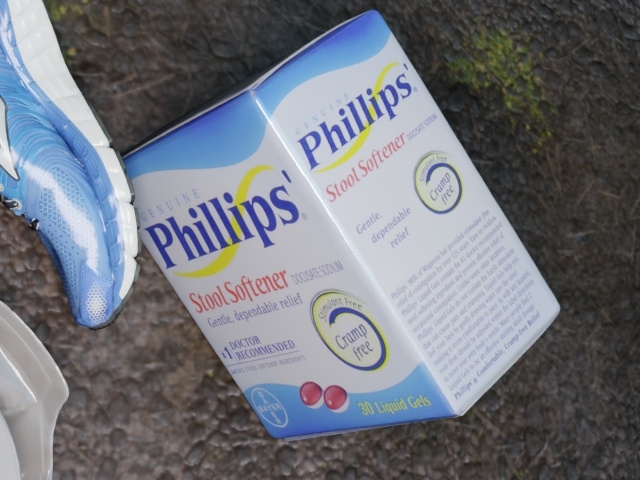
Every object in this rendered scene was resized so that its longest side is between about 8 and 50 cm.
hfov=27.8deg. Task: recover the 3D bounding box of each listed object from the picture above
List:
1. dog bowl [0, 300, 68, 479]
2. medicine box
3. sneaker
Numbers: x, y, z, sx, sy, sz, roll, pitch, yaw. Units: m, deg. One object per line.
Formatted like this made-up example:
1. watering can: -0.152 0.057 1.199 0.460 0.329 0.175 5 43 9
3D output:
1. dog bowl: -0.337 0.182 0.892 0.349 0.102 0.348 8 75 -32
2. medicine box: 0.000 0.000 1.060 0.149 0.263 0.289 -40 102 -34
3. sneaker: -0.252 -0.074 1.013 0.147 0.130 0.330 -27 92 -21
